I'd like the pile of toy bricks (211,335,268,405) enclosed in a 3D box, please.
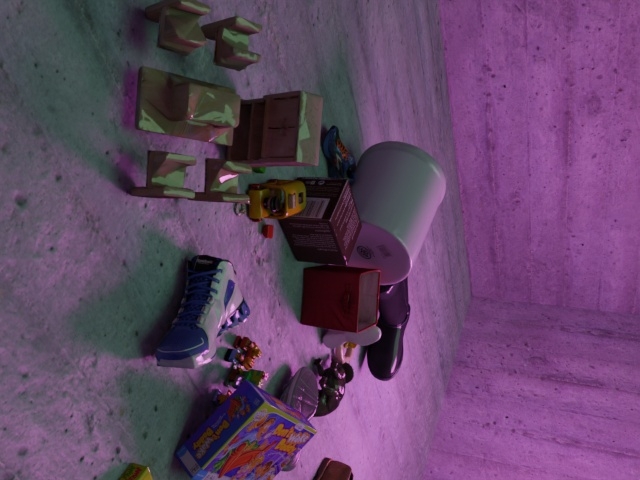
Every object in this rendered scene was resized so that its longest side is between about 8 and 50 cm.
[{"bbox_3d":[-0.183,0.345,1.641,0.118,0.105,0.212,66,37,-47],"label":"pile of toy bricks"}]

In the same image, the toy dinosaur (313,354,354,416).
[{"bbox_3d":[0.031,0.488,2.127,0.160,0.121,0.313,53,42,-33],"label":"toy dinosaur"}]

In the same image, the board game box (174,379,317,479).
[{"bbox_3d":[-0.169,0.494,1.600,0.233,0.078,0.347,-46,147,-5],"label":"board game box"}]

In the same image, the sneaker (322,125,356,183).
[{"bbox_3d":[0.067,-0.273,2.104,0.083,0.087,0.221,-62,147,-43],"label":"sneaker"}]

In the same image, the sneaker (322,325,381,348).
[{"bbox_3d":[0.109,0.298,2.169,0.080,0.212,0.094,66,31,-20],"label":"sneaker"}]

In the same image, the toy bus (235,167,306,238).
[{"bbox_3d":[-0.113,-0.105,1.712,0.191,0.104,0.202,59,42,-52],"label":"toy bus"}]

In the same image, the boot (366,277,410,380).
[{"bbox_3d":[0.255,0.281,2.458,0.445,0.146,0.367,81,21,-57],"label":"boot"}]

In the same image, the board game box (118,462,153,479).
[{"bbox_3d":[-0.371,0.556,1.334,0.092,0.043,0.181,-52,140,-51],"label":"board game box"}]

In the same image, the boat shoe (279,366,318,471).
[{"bbox_3d":[-0.093,0.516,1.908,0.118,0.103,0.320,46,44,-35],"label":"boat shoe"}]

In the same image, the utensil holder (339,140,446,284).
[{"bbox_3d":[0.216,-0.089,2.201,0.385,0.327,0.328,-61,147,-37],"label":"utensil holder"}]

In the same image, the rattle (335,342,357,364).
[{"bbox_3d":[0.127,0.417,2.317,0.130,0.142,0.200,-7,96,-80],"label":"rattle"}]

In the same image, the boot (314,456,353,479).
[{"bbox_3d":[0.018,0.868,2.185,0.305,0.115,0.112,-56,145,-46],"label":"boot"}]

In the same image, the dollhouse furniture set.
[{"bbox_3d":[-0.226,-0.259,1.381,0.394,0.256,0.362,3,91,-45],"label":"dollhouse furniture set"}]

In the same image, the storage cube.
[{"bbox_3d":[0.065,0.176,2.058,0.215,0.193,0.184,-5,99,-65],"label":"storage cube"}]

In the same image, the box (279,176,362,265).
[{"bbox_3d":[0.004,-0.056,1.903,0.203,0.168,0.167,69,34,-45],"label":"box"}]

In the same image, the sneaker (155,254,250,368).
[{"bbox_3d":[-0.264,0.135,1.420,0.315,0.127,0.182,-49,135,-63],"label":"sneaker"}]
